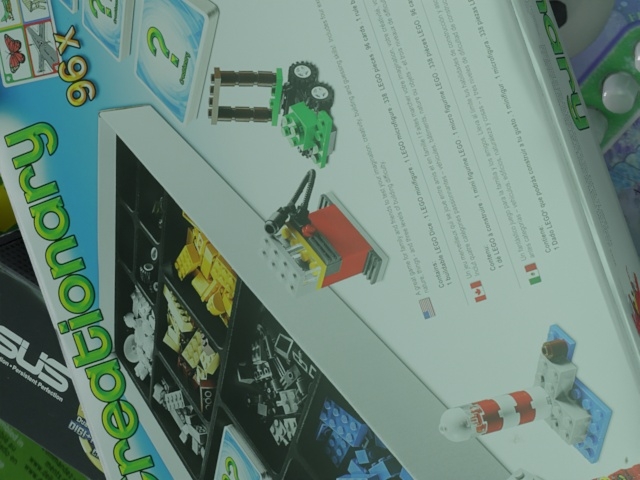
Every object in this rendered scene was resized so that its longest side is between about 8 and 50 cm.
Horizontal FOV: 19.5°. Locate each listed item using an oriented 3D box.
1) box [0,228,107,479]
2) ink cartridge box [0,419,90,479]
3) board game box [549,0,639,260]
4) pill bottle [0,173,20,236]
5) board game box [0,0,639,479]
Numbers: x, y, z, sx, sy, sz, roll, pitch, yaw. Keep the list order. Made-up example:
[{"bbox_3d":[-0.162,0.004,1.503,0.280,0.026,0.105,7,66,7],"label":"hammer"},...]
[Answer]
[{"bbox_3d":[0.005,0.072,0.779,0.270,0.216,0.060,32,111,13],"label":"box"},{"bbox_3d":[-0.220,0.066,0.900,0.255,0.097,0.189,8,142,50],"label":"ink cartridge box"},{"bbox_3d":[0.171,-0.119,0.660,0.390,0.050,0.390,-4,130,22],"label":"board game box"},{"bbox_3d":[-0.101,-0.091,0.838,0.208,0.117,0.117,-36,88,24],"label":"pill bottle"},{"bbox_3d":[0.000,0.000,0.627,0.193,0.053,0.305,-19,90,21],"label":"board game box"}]
